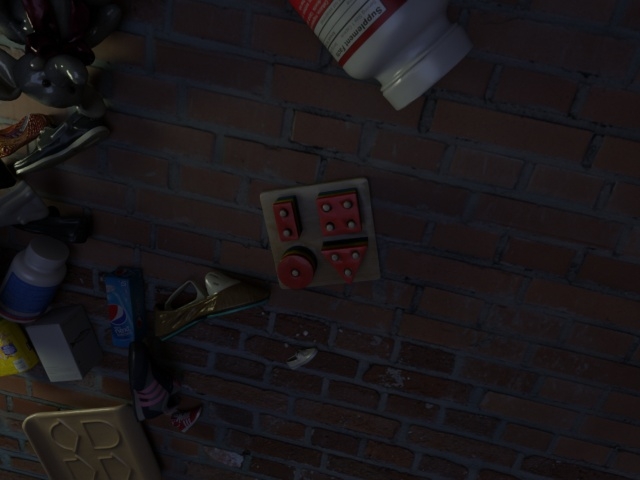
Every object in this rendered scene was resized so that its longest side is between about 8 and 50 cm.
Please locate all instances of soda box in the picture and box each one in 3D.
[{"bbox_3d":[-0.518,0.180,1.131,0.067,0.071,0.210,6,111,4],"label":"soda box"}]

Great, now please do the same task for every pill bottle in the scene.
[{"bbox_3d":[0.076,-0.444,0.738,0.229,0.229,0.408,-39,102,18],"label":"pill bottle"},{"bbox_3d":[-0.746,0.099,1.100,0.124,0.124,0.222,38,111,-8],"label":"pill bottle"}]

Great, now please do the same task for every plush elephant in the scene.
[{"bbox_3d":[-0.525,-0.382,0.824,0.329,0.271,0.256,-5,98,39],"label":"plush elephant"}]

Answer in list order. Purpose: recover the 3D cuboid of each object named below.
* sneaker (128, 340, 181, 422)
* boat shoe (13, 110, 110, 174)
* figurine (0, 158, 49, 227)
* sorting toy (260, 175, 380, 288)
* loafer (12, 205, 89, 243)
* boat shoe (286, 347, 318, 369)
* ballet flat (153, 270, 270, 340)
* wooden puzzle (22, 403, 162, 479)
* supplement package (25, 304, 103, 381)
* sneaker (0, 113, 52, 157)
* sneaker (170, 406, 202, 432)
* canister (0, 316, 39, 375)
[{"bbox_3d":[-0.455,0.378,1.161,0.130,0.112,0.319,-6,135,-23],"label":"sneaker"},{"bbox_3d":[-0.607,-0.227,0.975,0.232,0.084,0.079,-30,101,3],"label":"boat shoe"},{"bbox_3d":[-0.786,-0.079,0.967,0.214,0.209,0.092,38,150,12],"label":"figurine"},{"bbox_3d":[0.000,0.000,0.991,0.256,0.089,0.256,-7,110,9],"label":"sorting toy"},{"bbox_3d":[-0.691,-0.051,1.069,0.223,0.076,0.079,13,90,6],"label":"loafer"},{"bbox_3d":[-0.052,0.315,1.148,0.100,0.035,0.035,-36,106,24],"label":"boat shoe"},{"bbox_3d":[-0.296,0.152,1.088,0.342,0.116,0.124,-22,88,18],"label":"ballet flat"},{"bbox_3d":[-0.706,0.652,1.335,0.347,0.080,0.323,-10,110,5],"label":"wooden puzzle"},{"bbox_3d":[-0.709,0.287,1.177,0.105,0.105,0.180,-7,110,10],"label":"supplement package"},{"bbox_3d":[-0.709,-0.240,0.985,0.174,0.067,0.064,-25,106,-3],"label":"sneaker"},{"bbox_3d":[-0.406,0.527,1.265,0.067,0.042,0.118,36,113,-11],"label":"sneaker"},{"bbox_3d":[-0.918,0.304,1.226,0.126,0.073,0.170,-12,110,11],"label":"canister"}]
